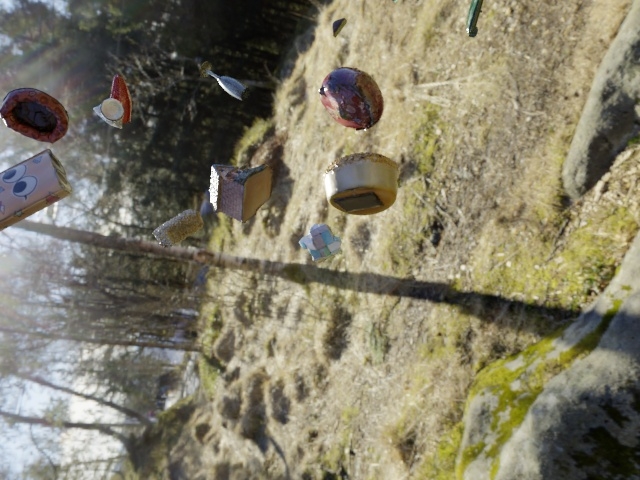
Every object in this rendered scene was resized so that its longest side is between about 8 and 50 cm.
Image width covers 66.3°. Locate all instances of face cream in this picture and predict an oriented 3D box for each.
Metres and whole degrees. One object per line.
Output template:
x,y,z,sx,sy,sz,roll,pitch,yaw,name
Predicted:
-0.573,-0.344,1.333,0.058,0.092,0.243,-56,25,-9,face cream

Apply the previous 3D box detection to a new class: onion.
0.090,-0.381,1.286,0.147,0.184,0.184,-56,8,-27,onion

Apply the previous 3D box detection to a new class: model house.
-0.269,-0.180,1.581,0.183,0.172,0.167,-43,-33,-52,model house

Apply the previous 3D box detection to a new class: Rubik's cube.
-0.001,0.003,1.038,0.075,0.084,0.073,-43,-13,5,Rubik's cube

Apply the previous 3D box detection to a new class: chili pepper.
-0.664,-0.470,1.611,0.065,0.088,0.169,38,132,20,chili pepper

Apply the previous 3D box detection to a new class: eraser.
-0.848,-0.118,1.348,0.171,0.290,0.087,55,171,29,eraser

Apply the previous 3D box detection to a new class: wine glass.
-0.342,-0.572,1.763,0.066,0.198,0.066,-50,-17,-21,wine glass

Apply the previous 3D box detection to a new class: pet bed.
-0.897,-0.392,1.545,0.201,0.201,0.054,120,153,-45,pet bed

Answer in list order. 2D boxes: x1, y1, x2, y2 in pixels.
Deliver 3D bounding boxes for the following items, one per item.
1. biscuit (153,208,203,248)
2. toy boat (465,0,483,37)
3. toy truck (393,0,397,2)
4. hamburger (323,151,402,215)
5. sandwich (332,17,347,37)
-0.461,-0.042,1.602,0.070,0.168,0.082,-16,106,41,biscuit
0.519,-0.777,1.602,0.104,0.052,0.211,-52,-21,-63,toy boat
0.275,-0.791,1.548,0.067,0.081,0.175,-62,13,4,toy truck
0.148,-0.211,1.763,0.275,0.294,0.179,-12,67,26,hamburger
0.069,-0.868,1.984,0.083,0.030,0.044,-48,62,20,sandwich
